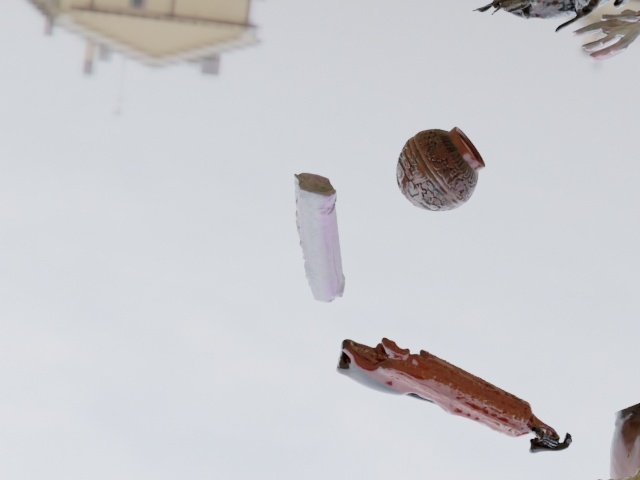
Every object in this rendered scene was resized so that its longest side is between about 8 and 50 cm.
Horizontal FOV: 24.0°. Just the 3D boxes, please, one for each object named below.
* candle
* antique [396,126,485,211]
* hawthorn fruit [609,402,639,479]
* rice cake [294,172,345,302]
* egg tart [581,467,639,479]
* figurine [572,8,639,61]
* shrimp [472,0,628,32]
[{"bbox_3d":[0.158,0.182,1.758,0.301,0.059,0.084,25,155,-10],"label":"candle"},{"bbox_3d":[0.135,-0.080,1.741,0.104,0.104,0.104,8,-167,-2],"label":"antique"},{"bbox_3d":[0.458,0.301,1.885,0.215,0.250,0.215,5,175,0],"label":"hawthorn fruit"},{"bbox_3d":[0.000,-0.001,1.833,0.055,0.049,0.270,-6,149,0],"label":"rice cake"},{"bbox_3d":[0.401,0.293,1.354,0.388,0.169,0.388,26,-175,-2],"label":"egg tart"},{"bbox_3d":[0.409,-0.306,1.642,0.284,0.206,0.315,-10,177,14],"label":"figurine"},{"bbox_3d":[0.405,-0.409,2.225,0.410,0.166,0.221,-11,-146,-34],"label":"shrimp"}]
